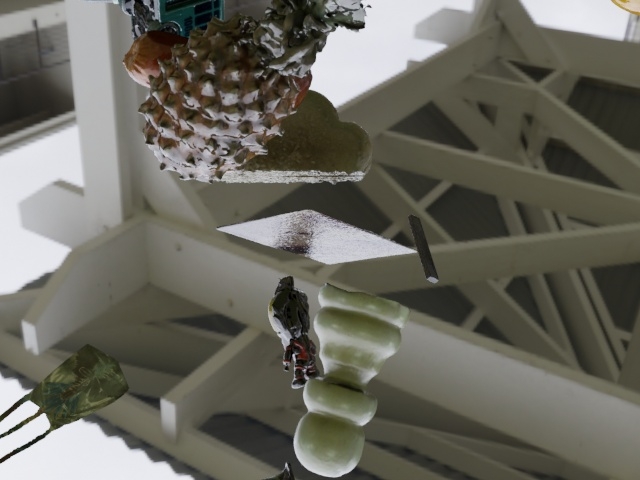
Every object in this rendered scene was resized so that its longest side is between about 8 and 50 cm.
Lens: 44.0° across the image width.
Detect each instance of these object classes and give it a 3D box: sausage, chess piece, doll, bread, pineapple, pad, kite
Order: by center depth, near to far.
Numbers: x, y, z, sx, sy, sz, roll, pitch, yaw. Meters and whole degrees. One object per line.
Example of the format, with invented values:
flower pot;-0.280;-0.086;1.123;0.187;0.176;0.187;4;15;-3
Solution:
pineapple;-0.070;-0.207;0.890;0.175;0.361;0.175;25;-136;-27
sausage;-0.145;-0.247;1.194;0.300;0.089;0.083;5;-151;-29
pad;0.000;0.000;1.436;0.220;0.004;0.330;-10;162;38
kite;-0.499;0.313;1.444;0.169;0.015;0.310;29;-124;36
chess piece;0.041;0.260;1.445;0.183;0.330;0.182;15;170;3
bread;-0.067;-0.202;1.548;0.338;0.183;0.102;-1;178;3
doll;-0.062;0.203;1.784;0.088;0.248;0.127;-12;-170;4

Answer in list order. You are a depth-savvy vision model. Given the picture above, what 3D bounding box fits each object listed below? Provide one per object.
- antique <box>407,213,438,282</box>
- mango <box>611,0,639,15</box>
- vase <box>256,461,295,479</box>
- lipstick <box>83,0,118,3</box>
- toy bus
antique;0.229;0.016;1.778;0.031;0.015;0.192;24;-143;-32
mango;0.422;-0.394;0.892;0.177;0.294;0.120;24;-145;7
vase;-0.110;0.322;0.981;0.167;0.059;0.059;-13;-149;-5
lipstick;-0.398;-0.446;1.445;0.116;0.037;0.037;-1;-151;2
toy bus;-0.220;-0.389;1.197;0.147;0.256;0.128;-25;-121;-23
